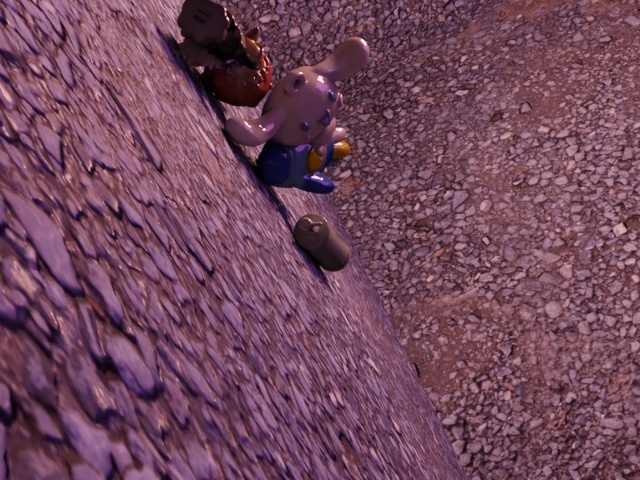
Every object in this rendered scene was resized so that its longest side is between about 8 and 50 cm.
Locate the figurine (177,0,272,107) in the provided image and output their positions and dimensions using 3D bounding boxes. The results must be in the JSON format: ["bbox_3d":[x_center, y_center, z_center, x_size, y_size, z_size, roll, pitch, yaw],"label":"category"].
[{"bbox_3d":[-0.177,-0.378,1.811,0.207,0.166,0.387,31,-3,20],"label":"figurine"}]

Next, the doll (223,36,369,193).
[{"bbox_3d":[-0.036,-0.231,1.906,0.187,0.376,0.365,57,-18,33],"label":"doll"}]

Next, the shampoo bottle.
[{"bbox_3d":[0.000,0.000,1.959,0.085,0.085,0.262,63,6,22],"label":"shampoo bottle"}]
